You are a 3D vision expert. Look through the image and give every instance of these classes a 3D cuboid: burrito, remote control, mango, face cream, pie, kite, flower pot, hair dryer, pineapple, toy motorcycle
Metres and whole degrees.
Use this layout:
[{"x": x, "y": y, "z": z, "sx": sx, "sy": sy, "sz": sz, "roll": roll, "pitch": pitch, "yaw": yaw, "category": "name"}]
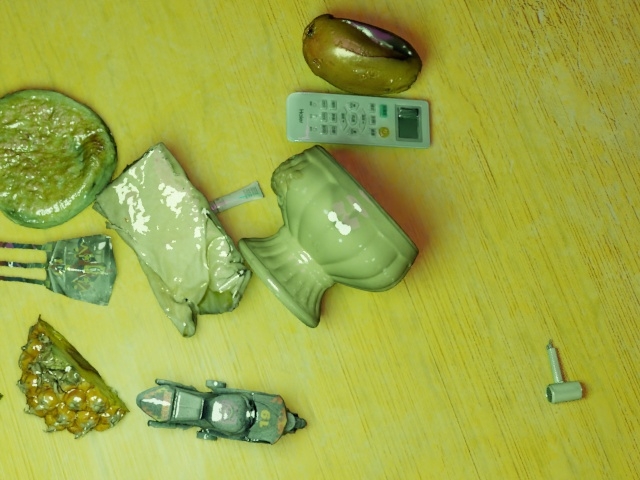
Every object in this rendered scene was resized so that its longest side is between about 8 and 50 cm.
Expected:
[{"x": -0.266, "y": 0.003, "z": 1.700, "sx": 0.190, "sy": 0.135, "sz": 0.332, "roll": -36, "pitch": 87, "yaw": 2, "category": "burrito"}, {"x": 0.075, "y": -0.237, "z": 1.837, "sx": 0.293, "sy": 0.051, "sz": 0.103, "roll": 2, "pitch": 78, "yaw": -10, "category": "remote control"}, {"x": 0.082, "y": -0.365, "z": 1.820, "sx": 0.248, "sy": 0.151, "sz": 0.156, "roll": 13, "pitch": 36, "yaw": -12, "category": "mango"}, {"x": -0.168, "y": -0.081, "z": 1.789, "sx": 0.115, "sy": 0.020, "sz": 0.038, "roll": -23, "pitch": 80, "yaw": -12, "category": "face cream"}, {"x": -0.530, "y": -0.157, "z": 1.742, "sx": 0.277, "sy": 0.078, "sz": 0.277, "roll": 1, "pitch": 73, "yaw": -3, "category": "pie"}, {"x": -0.501, "y": 0.048, "z": 1.703, "sx": 0.245, "sy": 0.015, "sz": 0.141, "roll": 5, "pitch": 102, "yaw": -1, "category": "kite"}, {"x": 0.000, "y": 0.000, "z": 1.664, "sx": 0.244, "sy": 0.307, "sz": 0.307, "roll": -43, "pitch": 85, "yaw": 1, "category": "flower pot"}, {"x": 0.465, "y": 0.253, "z": 1.785, "sx": 0.063, "sy": 0.038, "sz": 0.124, "roll": -6, "pitch": 71, "yaw": -9, "category": "hair dryer"}, {"x": -0.474, "y": 0.261, "z": 1.612, "sx": 0.140, "sy": 0.164, "sz": 0.250, "roll": -43, "pitch": 89, "yaw": -6, "category": "pineapple"}, {"x": -0.171, "y": 0.305, "z": 1.627, "sx": 0.307, "sy": 0.173, "sz": 0.108, "roll": 9, "pitch": 78, "yaw": -6, "category": "toy motorcycle"}]

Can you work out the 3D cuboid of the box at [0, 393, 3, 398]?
[{"x": -0.721, "y": 0.260, "z": 1.611, "sx": 0.265, "sy": 0.097, "sz": 0.168, "roll": 38, "pitch": 76, "yaw": 3, "category": "box"}]
